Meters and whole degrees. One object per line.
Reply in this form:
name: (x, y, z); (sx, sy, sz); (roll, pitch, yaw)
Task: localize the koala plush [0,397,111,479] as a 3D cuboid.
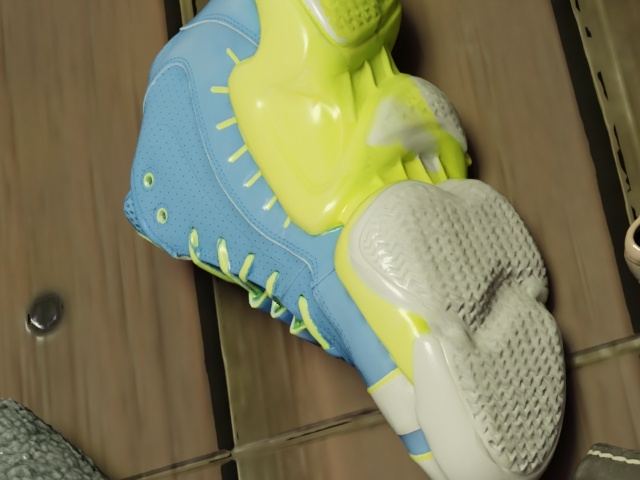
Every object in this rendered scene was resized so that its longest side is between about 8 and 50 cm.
koala plush: (-0.192, 0.122, 0.514); (0.203, 0.221, 0.196); (-29, 60, 14)

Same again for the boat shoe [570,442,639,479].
boat shoe: (0.180, 0.084, 0.427); (0.223, 0.080, 0.073); (11, 70, 25)

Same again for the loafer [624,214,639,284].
loafer: (0.154, -0.025, 0.500); (0.125, 0.039, 0.045); (-39, 57, 9)

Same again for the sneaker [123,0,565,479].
sneaker: (0.000, 0.000, 0.558); (0.126, 0.091, 0.240); (-36, 57, 32)
